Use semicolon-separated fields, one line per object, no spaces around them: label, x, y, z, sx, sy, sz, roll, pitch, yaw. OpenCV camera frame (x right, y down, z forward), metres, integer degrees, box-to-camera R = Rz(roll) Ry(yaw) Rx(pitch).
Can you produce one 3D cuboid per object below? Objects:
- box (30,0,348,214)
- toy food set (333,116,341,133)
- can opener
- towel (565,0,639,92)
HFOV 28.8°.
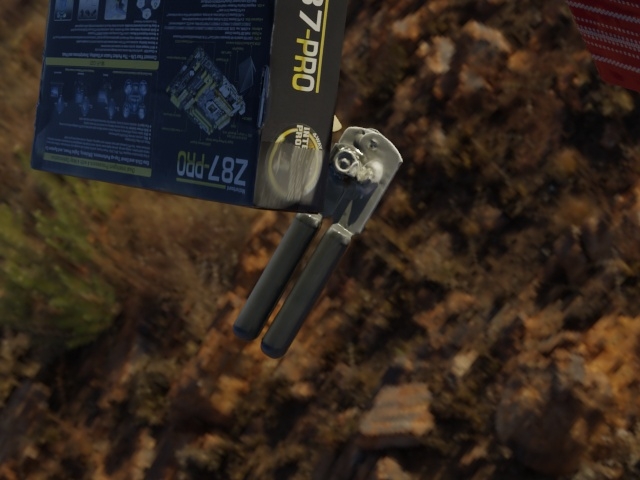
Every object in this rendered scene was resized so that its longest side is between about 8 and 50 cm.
box;-0.137;-0.204;1.211;0.395;0.097;0.318;10;93;48
toy food set;-0.085;-0.141;1.517;0.192;0.132;0.038;-24;-15;-24
can opener;0.000;0.000;1.428;0.283;0.076;0.095;-60;-6;3
towel;0.246;-0.212;0.978;0.031;0.274;0.199;-41;34;-11
